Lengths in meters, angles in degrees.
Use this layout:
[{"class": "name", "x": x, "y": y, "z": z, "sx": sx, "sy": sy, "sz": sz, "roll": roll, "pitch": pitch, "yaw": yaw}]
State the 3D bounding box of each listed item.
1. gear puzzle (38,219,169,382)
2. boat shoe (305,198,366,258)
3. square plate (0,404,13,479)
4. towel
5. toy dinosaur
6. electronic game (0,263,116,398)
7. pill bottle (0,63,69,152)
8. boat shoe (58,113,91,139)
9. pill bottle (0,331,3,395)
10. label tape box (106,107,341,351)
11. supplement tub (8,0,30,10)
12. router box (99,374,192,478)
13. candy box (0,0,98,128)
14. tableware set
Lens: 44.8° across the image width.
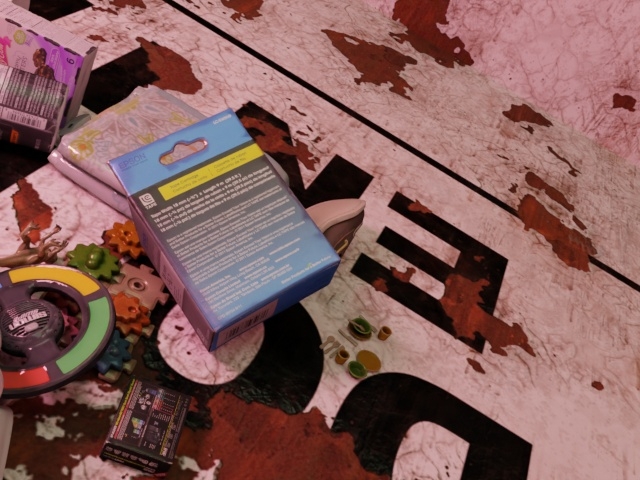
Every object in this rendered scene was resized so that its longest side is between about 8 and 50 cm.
[{"class": "gear puzzle", "x": -0.325, "y": 0.067, "z": 1.214, "sx": 0.176, "sy": 0.044, "sz": 0.339, "roll": 25, "pitch": 35, "yaw": -7}, {"class": "boat shoe", "x": 0.000, "y": 0.000, "z": 1.492, "sx": 0.117, "sy": 0.096, "sz": 0.324, "roll": -1, "pitch": 19, "yaw": 28}, {"class": "square plate", "x": -0.514, "y": 0.284, "z": 0.803, "sx": 0.344, "sy": 0.049, "sz": 0.347, "roll": 12, "pitch": 38, "yaw": -23}, {"class": "towel", "x": -0.272, "y": -0.132, "z": 1.473, "sx": 0.375, "sy": 0.090, "sz": 0.320, "roll": 32, "pitch": 38, "yaw": 2}, {"class": "toy dinosaur", "x": -0.427, "y": 0.022, "z": 1.137, "sx": 0.053, "sy": 0.092, "sz": 0.183, "roll": 46, "pitch": 18, "yaw": 14}, {"class": "electronic game", "x": -0.393, "y": 0.116, "z": 1.046, "sx": 0.229, "sy": 0.048, "sz": 0.229, "roll": 3, "pitch": 43, "yaw": -2}, {"class": "pill bottle", "x": -0.577, "y": -0.247, "z": 1.353, "sx": 0.246, "sy": 0.130, "sz": 0.130, "roll": 15, "pitch": 37, "yaw": -20}, {"class": "boat shoe", "x": -0.461, "y": -0.207, "z": 1.473, "sx": 0.035, "sy": 0.035, "sz": 0.100, "roll": -5, "pitch": 32, "yaw": 13}, {"class": "pill bottle", "x": -0.473, "y": 0.100, "z": 0.922, "sx": 0.152, "sy": 0.152, "sz": 0.272, "roll": -5, "pitch": 33, "yaw": -40}, {"class": "label tape box", "x": -0.162, "y": -0.024, "z": 1.274, "sx": 0.241, "sy": 0.106, "sz": 0.333, "roll": -28, "pitch": 72, "yaw": -23}, {"class": "supplement tub", "x": -0.704, "y": -0.491, "z": 1.554, "sx": 0.200, "sy": 0.144, "sz": 0.144, "roll": 26, "pitch": 35, "yaw": -7}, {"class": "router box", "x": -0.235, "y": 0.251, "z": 1.054, "sx": 0.092, "sy": 0.038, "sz": 0.122, "roll": 24, "pitch": 35, "yaw": -10}, {"class": "candy box", "x": -0.538, "y": -0.329, "z": 1.452, "sx": 0.196, "sy": 0.164, "sz": 0.070, "roll": 26, "pitch": 34, "yaw": -6}, {"class": "tableware set", "x": 0.075, "y": 0.185, "z": 1.376, "sx": 0.104, "sy": 0.024, "sz": 0.154, "roll": 41, "pitch": 36, "yaw": 15}]
